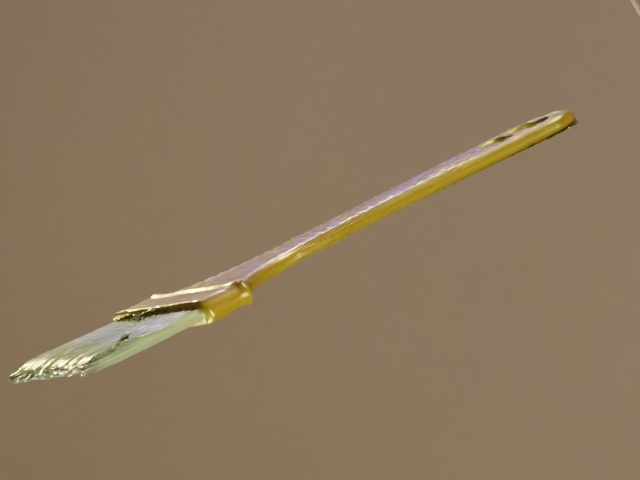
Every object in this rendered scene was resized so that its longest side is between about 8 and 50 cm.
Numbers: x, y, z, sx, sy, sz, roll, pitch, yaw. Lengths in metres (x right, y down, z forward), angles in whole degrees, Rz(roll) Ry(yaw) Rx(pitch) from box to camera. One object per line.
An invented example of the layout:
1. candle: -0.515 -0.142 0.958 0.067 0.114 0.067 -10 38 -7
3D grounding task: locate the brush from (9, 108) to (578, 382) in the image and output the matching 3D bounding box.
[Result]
1. brush: 0.000 0.000 0.641 0.082 0.218 0.010 -11 -77 65

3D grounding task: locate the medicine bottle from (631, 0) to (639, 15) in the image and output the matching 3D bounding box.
1. medicine bottle: 0.369 -0.179 1.293 0.202 0.316 0.202 -14 -111 39
